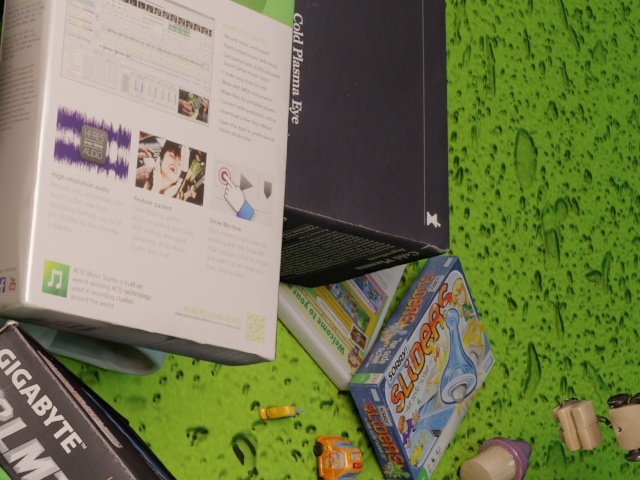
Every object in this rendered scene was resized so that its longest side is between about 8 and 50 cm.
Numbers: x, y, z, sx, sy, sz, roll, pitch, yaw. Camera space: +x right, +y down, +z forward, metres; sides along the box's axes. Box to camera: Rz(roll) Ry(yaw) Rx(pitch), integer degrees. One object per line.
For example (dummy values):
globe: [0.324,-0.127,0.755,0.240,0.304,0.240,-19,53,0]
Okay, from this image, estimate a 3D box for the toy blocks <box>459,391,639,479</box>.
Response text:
toy blocks: [0.337,0.272,1.790,0.260,0.288,0.309,-23,96,-45]

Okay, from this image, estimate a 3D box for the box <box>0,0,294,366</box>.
box: [-0.117,-0.089,1.216,0.232,0.058,0.322,18,72,-46]

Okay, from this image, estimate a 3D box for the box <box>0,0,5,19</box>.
box: [-0.341,-0.190,1.044,0.294,0.182,0.296,59,6,-21]

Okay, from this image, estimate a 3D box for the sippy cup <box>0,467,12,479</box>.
sippy cup: [-0.243,0.280,1.089,0.224,0.305,0.240,-36,125,-18]

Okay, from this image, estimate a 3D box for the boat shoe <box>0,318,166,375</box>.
boat shoe: [-0.233,0.050,1.273,0.367,0.135,0.157,21,67,-58]

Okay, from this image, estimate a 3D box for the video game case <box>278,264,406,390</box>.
video game case: [0.000,0.000,1.651,0.212,0.023,0.193,51,45,-31]

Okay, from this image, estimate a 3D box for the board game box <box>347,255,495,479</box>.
board game box: [0.101,0.127,1.714,0.201,0.035,0.136,-55,133,-43]

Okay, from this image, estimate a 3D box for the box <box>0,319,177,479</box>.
box: [-0.104,0.213,1.195,0.295,0.073,0.293,47,-7,21]

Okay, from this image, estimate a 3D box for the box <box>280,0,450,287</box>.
box: [-0.061,-0.162,1.469,0.312,0.179,0.343,15,69,-41]

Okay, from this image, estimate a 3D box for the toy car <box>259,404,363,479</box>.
toy car: [-0.004,0.189,1.580,0.122,0.040,0.060,31,57,-44]
